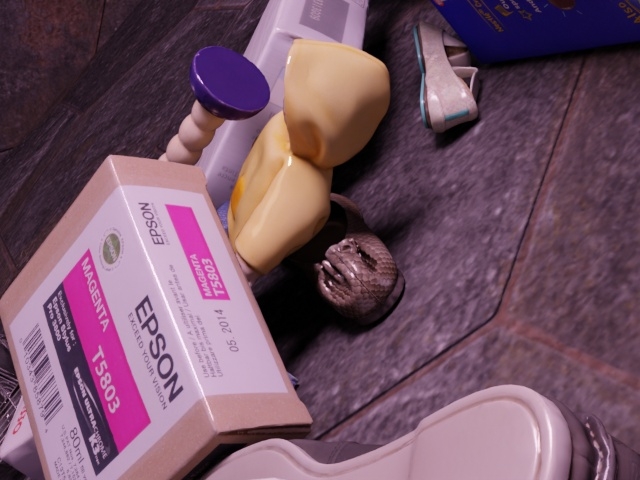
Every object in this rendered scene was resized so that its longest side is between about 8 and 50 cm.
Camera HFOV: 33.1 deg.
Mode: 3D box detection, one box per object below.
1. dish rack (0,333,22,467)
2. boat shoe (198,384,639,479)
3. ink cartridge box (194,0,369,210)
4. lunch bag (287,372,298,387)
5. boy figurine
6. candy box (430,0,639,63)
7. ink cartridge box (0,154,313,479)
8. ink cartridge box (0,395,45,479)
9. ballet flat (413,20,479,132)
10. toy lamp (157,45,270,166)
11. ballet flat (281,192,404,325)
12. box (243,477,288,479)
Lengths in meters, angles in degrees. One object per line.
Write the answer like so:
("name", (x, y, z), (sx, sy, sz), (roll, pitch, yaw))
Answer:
("dish rack", (-0.375, 0.215, 1.200), (0.208, 0.074, 0.271), (-54, 26, -10))
("boat shoe", (0.032, 0.160, 0.578), (0.335, 0.095, 0.112), (-27, 41, 49))
("ink cartridge box", (-0.066, -0.105, 1.121), (0.308, 0.091, 0.385), (-82, 17, -56))
("lunch bag", (-0.068, 0.121, 0.834), (0.083, 0.053, 0.071), (4, 57, 50))
("boy figurine", (-0.045, -0.034, 0.843), (0.285, 0.092, 0.177), (-53, 19, 39))
("candy box", (0.158, -0.272, 0.776), (0.122, 0.268, 0.317), (-51, 24, -15))
("ink cartridge box", (-0.132, 0.087, 0.782), (0.193, 0.088, 0.234), (-47, 54, 32))
("ink cartridge box", (-0.182, 0.124, 0.980), (0.203, 0.086, 0.148), (-34, 28, 30))
("ballet flat", (0.113, -0.147, 0.953), (0.052, 0.057, 0.168), (-12, 37, 10))
("toy lamp", (-0.137, -0.051, 0.955), (0.274, 0.080, 0.080), (-47, 19, 40))
("ballet flat", (0.000, 0.000, 0.893), (0.084, 0.058, 0.250), (-46, 23, 3))
("box", (-0.066, 0.234, 0.411), (0.113, 0.094, 0.275), (-22, 34, 47))
